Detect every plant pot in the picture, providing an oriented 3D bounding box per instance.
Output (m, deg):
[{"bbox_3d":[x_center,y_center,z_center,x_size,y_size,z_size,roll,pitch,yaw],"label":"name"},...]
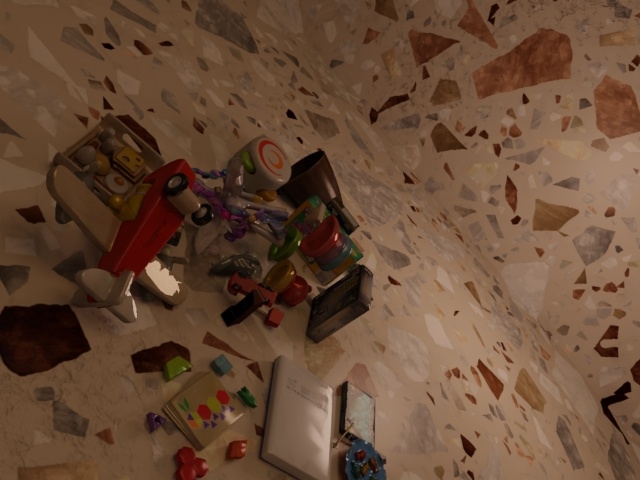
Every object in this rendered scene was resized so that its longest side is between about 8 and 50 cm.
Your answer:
[{"bbox_3d":[-0.016,-0.189,2.418,0.230,0.215,0.215,56,26,-20],"label":"plant pot"}]

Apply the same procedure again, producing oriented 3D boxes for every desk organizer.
[{"bbox_3d":[-0.215,0.186,1.739,0.050,0.130,0.047,-12,66,-56],"label":"desk organizer"}]

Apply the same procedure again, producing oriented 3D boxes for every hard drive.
[{"bbox_3d":[-0.054,0.486,1.699,0.210,0.040,0.319,37,31,-22],"label":"hard drive"}]

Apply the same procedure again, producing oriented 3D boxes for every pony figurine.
[{"bbox_3d":[-0.270,-0.099,1.910,0.363,0.303,0.351,24,6,-33],"label":"pony figurine"}]

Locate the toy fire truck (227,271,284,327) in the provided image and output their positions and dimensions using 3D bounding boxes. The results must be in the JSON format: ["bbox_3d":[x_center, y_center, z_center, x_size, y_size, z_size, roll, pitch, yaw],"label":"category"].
[{"bbox_3d":[-0.187,0.173,1.820,0.192,0.135,0.047,26,54,-6],"label":"toy fire truck"}]

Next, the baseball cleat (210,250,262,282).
[{"bbox_3d":[-0.239,0.089,1.883,0.205,0.072,0.110,-19,78,-56],"label":"baseball cleat"}]

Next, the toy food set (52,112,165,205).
[{"bbox_3d":[-0.577,-0.226,1.760,0.219,0.092,0.306,41,30,-14],"label":"toy food set"}]

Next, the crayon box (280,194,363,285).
[{"bbox_3d":[0.000,0.000,2.220,0.278,0.165,0.081,53,29,5],"label":"crayon box"}]

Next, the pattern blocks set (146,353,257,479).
[{"bbox_3d":[-0.278,0.404,1.498,0.285,0.026,0.324,57,29,12],"label":"pattern blocks set"}]

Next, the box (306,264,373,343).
[{"bbox_3d":[0.062,0.201,2.002,0.056,0.231,0.183,43,30,-19],"label":"box"}]

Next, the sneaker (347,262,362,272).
[{"bbox_3d":[0.137,0.105,2.400,0.135,0.058,0.052,56,29,12],"label":"sneaker"}]

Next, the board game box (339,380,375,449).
[{"bbox_3d":[0.114,0.529,1.897,0.126,0.026,0.186,38,31,-21],"label":"board game box"}]

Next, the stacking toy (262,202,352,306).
[{"bbox_3d":[-0.032,0.048,2.021,0.130,0.309,0.280,44,18,-26],"label":"stacking toy"}]

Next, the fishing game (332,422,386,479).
[{"bbox_3d":[0.137,0.645,1.751,0.189,0.041,0.264,-17,78,-59],"label":"fishing game"}]

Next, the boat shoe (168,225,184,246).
[{"bbox_3d":[-0.474,-0.026,1.684,0.223,0.080,0.074,9,85,-38],"label":"boat shoe"}]

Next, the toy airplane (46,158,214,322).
[{"bbox_3d":[-0.469,0.000,1.501,0.272,0.387,0.384,15,18,37],"label":"toy airplane"}]

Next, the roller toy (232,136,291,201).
[{"bbox_3d":[-0.213,-0.259,2.252,0.209,0.146,0.191,43,38,-24],"label":"roller toy"}]

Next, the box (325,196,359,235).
[{"bbox_3d":[0.035,-0.045,2.282,0.036,0.225,0.136,-33,82,-41],"label":"box"}]
